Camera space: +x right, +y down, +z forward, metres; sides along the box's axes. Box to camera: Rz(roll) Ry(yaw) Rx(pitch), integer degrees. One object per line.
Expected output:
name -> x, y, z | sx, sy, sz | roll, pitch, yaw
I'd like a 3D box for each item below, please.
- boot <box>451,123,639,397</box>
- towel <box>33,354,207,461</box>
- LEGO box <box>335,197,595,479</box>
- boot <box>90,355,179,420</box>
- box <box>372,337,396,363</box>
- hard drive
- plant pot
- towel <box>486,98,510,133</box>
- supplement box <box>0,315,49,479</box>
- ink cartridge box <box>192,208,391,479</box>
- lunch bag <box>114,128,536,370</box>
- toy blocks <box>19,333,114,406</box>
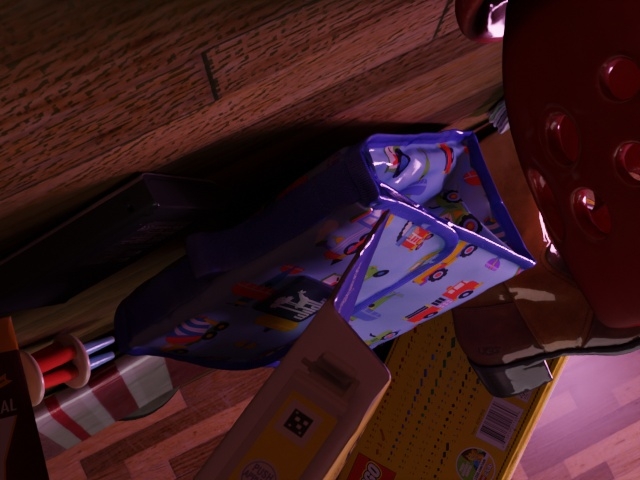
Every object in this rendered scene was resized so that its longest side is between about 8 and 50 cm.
boot -> 0.228, -0.007, 0.891 | 0.264, 0.280, 0.096 | -23, -155, 10
towel -> -0.229, 0.166, 1.048 | 0.329, 0.037, 0.237 | -29, 167, -15
LEGO box -> 0.225, 0.162, 1.203 | 0.500, 0.193, 0.372 | -68, 162, 10
boot -> -0.259, 0.199, 1.262 | 0.247, 0.083, 0.161 | -21, 165, -48
box -> 0.047, 0.110, 1.216 | 0.116, 0.162, 0.029 | -60, 179, -15
hard drive -> -0.131, 0.004, 0.520 | 0.135, 0.022, 0.094 | -29, 173, 16
plant pot -> 0.165, -0.080, 0.372 | 0.191, 0.174, 0.191 | -26, 172, -4
towel -> 0.224, -0.142, 0.747 | 0.152, 0.023, 0.113 | -25, 173, -17
supplement box -> -0.244, 0.173, 0.567 | 0.129, 0.194, 0.191 | -12, 167, -23
ink cartridge box -> -0.039, 0.172, 0.569 | 0.307, 0.072, 0.303 | -49, 168, -25
lunch bag -> -0.003, 0.006, 0.667 | 0.221, 0.138, 0.293 | -31, 163, 26
toy blocks -> -0.269, 0.131, 0.814 | 0.123, 0.054, 0.148 | -33, 171, 39
